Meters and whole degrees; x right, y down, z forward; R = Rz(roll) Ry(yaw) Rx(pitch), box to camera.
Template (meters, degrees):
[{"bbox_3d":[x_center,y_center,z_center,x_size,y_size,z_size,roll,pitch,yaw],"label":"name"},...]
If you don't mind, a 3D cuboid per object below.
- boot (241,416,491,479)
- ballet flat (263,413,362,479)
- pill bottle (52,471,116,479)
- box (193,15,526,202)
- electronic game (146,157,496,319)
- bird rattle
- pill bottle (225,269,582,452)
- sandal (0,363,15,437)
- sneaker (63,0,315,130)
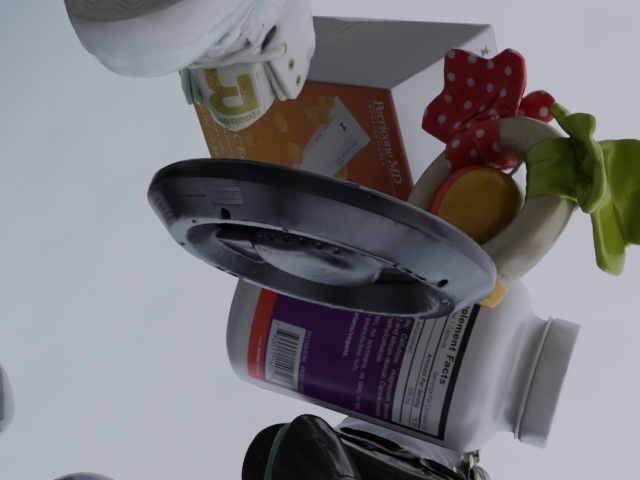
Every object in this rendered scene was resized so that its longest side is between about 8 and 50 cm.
[{"bbox_3d":[0.130,0.282,1.270,0.138,0.377,0.284,-69,163,7],"label":"boot"},{"bbox_3d":[0.009,0.245,0.793,0.096,0.095,0.281,-12,-121,36],"label":"ballet flat"},{"bbox_3d":[-0.167,0.224,0.855,0.094,0.094,0.169,-58,-171,-1],"label":"pill bottle"},{"bbox_3d":[0.034,-0.122,1.398,0.168,0.215,0.345,-34,-149,-33],"label":"box"},{"bbox_3d":[0.000,0.000,0.797,0.229,0.229,0.048,-11,-120,61],"label":"electronic game"},{"bbox_3d":[0.141,-0.052,1.008,0.207,0.143,0.253,-49,-138,-4],"label":"bird rattle"},{"bbox_3d":[0.082,0.095,1.218,0.181,0.322,0.182,16,90,-76],"label":"pill bottle"},{"bbox_3d":[-0.485,0.197,1.233,0.102,0.416,0.169,-30,-108,33],"label":"sandal"},{"bbox_3d":[-0.052,-0.123,0.697,0.108,0.169,0.292,-1,-146,12],"label":"sneaker"}]
